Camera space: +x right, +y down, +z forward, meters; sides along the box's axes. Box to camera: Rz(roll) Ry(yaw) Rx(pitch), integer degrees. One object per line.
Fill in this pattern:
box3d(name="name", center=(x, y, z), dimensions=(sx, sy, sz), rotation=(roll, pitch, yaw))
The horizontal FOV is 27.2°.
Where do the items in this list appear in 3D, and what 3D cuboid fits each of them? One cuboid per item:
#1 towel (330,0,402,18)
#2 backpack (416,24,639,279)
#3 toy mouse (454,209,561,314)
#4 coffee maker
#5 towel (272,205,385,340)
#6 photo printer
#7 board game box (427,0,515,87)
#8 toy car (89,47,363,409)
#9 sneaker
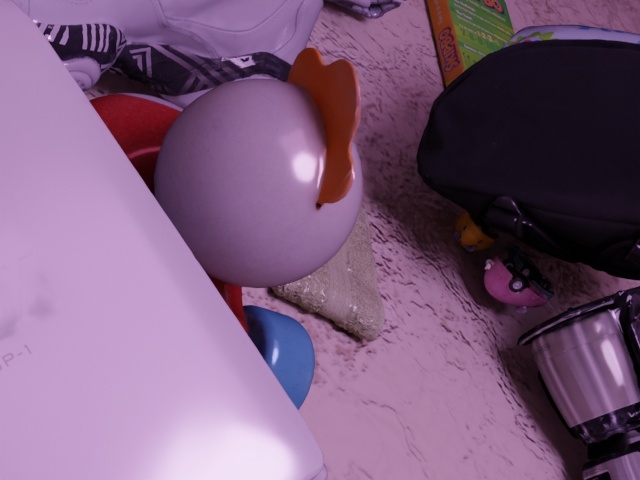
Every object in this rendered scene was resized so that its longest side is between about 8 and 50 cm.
box3d(name="towel", center=(-0.031, -0.346, 1.225), dimensions=(0.284, 0.121, 0.235), rotation=(13, 47, -43))
box3d(name="backpack", center=(0.270, -0.074, 1.177), dimensions=(0.355, 0.290, 0.273), rotation=(46, 58, -65))
box3d(name="toy mouse", center=(0.168, 0.034, 1.157), dimensions=(0.143, 0.031, 0.161), rotation=(46, 15, -2))
box3d(name="coffee maker", center=(0.271, 0.130, 1.073), dimensions=(0.120, 0.171, 0.178), rotation=(79, -9, -77))
box3d(name="towel", center=(0.000, 0.000, 0.993), dimensions=(0.110, 0.027, 0.148), rotation=(29, 37, -32))
box3d(name="photo printer", center=(-0.177, 0.040, 0.559), dimensions=(0.256, 0.107, 0.307), rotation=(-29, 80, -32))
box3d(name="board game box", center=(0.173, -0.221, 1.453), dimensions=(0.124, 0.039, 0.259), rotation=(30, 39, -33))
box3d(name="toy car", center=(-0.058, -0.033, 0.743), dimensions=(0.219, 0.238, 0.210), rotation=(22, 41, -40))
box3d(name="sneaker", center=(-0.114, -0.204, 0.856), dimensions=(0.137, 0.210, 0.366), rotation=(38, 17, 35))
